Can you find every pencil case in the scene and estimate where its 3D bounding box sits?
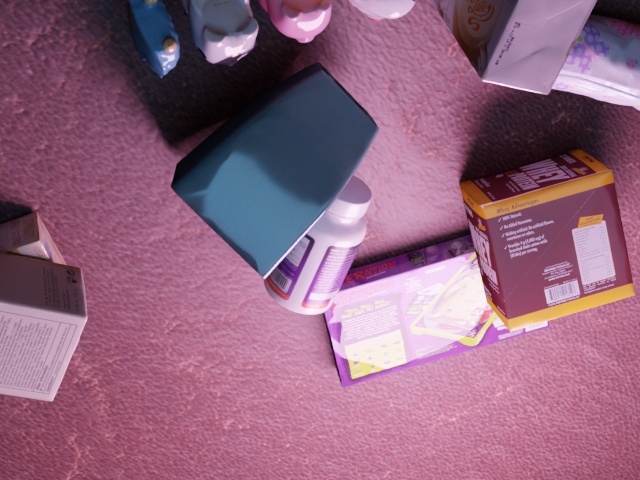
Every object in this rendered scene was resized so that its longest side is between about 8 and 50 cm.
[{"bbox_3d":[0.336,-0.244,1.715,0.273,0.124,0.114,7,126,-23],"label":"pencil case"}]

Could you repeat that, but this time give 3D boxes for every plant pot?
[{"bbox_3d":[-0.048,-0.106,1.667,0.234,0.166,0.165,-44,102,8],"label":"plant pot"}]

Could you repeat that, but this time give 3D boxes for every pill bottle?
[{"bbox_3d":[0.000,0.000,1.828,0.108,0.108,0.194,9,126,-23],"label":"pill bottle"}]

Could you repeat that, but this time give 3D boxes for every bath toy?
[{"bbox_3d":[-0.054,-0.288,1.564,0.348,0.151,0.129,-13,167,-10],"label":"bath toy"}]

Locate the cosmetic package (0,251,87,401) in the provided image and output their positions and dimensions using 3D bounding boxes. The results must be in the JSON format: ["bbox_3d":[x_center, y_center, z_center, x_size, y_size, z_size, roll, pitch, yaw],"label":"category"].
[{"bbox_3d":[-0.472,0.095,1.675,0.309,0.113,0.160,14,122,-24],"label":"cosmetic package"}]

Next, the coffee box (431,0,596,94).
[{"bbox_3d":[0.216,-0.303,1.548,0.098,0.246,0.141,8,126,-24],"label":"coffee box"}]

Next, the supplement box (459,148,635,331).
[{"bbox_3d":[0.322,-0.003,1.865,0.191,0.129,0.194,-16,108,-3],"label":"supplement box"}]

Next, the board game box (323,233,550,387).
[{"bbox_3d":[0.177,0.097,2.004,0.346,0.056,0.208,-16,135,-4],"label":"board game box"}]

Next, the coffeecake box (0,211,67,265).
[{"bbox_3d":[-0.442,0.060,1.774,0.185,0.068,0.142,-20,132,1],"label":"coffeecake box"}]
